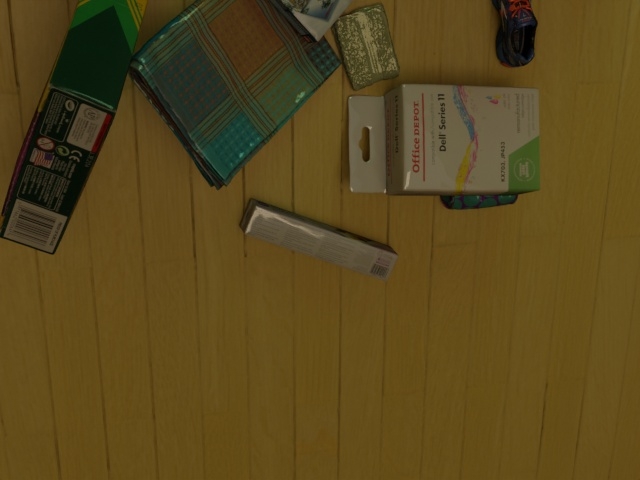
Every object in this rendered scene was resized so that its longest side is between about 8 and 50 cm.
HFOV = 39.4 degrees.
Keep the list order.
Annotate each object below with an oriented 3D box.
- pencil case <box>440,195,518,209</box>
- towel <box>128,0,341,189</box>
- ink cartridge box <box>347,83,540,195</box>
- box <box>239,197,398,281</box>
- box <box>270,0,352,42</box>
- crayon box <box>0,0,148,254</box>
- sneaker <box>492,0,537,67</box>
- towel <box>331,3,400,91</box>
[{"bbox_3d":[0.327,-0.101,1.838,0.151,0.064,0.070,-5,127,-13],"label":"pencil case"},{"bbox_3d":[-0.137,-0.308,1.565,0.370,0.040,0.271,-49,118,-27],"label":"towel"},{"bbox_3d":[0.237,-0.190,1.724,0.353,0.119,0.207,-1,90,-14],"label":"ink cartridge box"},{"bbox_3d":[0.000,0.000,1.791,0.324,0.063,0.067,18,103,-20],"label":"box"},{"bbox_3d":[0.006,-0.492,1.592,0.159,0.044,0.233,44,78,-24],"label":"box"},{"bbox_3d":[-0.383,-0.208,1.403,0.106,0.313,0.363,21,138,-18],"label":"crayon box"},{"bbox_3d":[0.381,-0.438,1.718,0.083,0.087,0.221,-18,113,-8],"label":"sneaker"},{"bbox_3d":[0.088,-0.367,1.701,0.110,0.027,0.148,-20,113,-6],"label":"towel"}]
